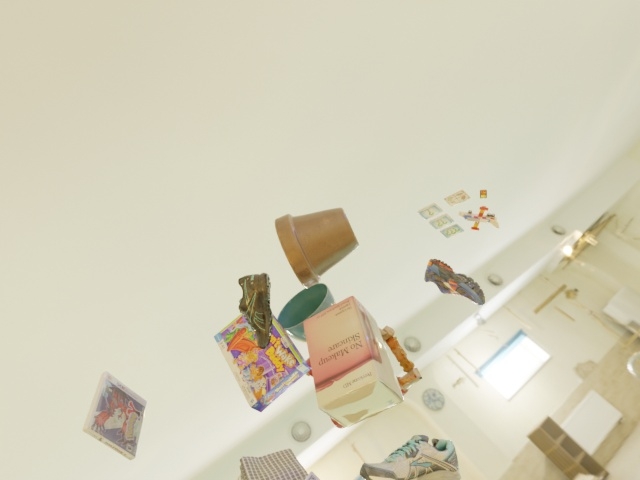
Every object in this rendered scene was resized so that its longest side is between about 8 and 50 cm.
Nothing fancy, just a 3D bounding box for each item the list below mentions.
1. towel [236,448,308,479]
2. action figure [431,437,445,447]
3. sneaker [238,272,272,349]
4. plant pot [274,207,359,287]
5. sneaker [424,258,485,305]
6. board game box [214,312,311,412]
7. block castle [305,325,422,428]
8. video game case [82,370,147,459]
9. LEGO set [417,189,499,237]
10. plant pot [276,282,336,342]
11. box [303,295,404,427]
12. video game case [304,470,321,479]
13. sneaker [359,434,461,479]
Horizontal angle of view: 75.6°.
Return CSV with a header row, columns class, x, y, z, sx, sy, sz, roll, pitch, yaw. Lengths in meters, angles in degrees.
class,x,y,z,sx,sy,sz,roll,pitch,yaw
towel,-0.176,0.927,1.584,0.235,0.284,0.121,-5,-79,-26
action figure,0.358,0.794,1.329,0.186,0.284,0.099,6,-23,-8
sneaker,-0.217,0.237,1.393,0.106,0.101,0.266,-3,-81,-1
plant pot,0.000,0.000,1.402,0.230,0.262,0.263,-24,-31,5
sneaker,0.446,0.149,1.380,0.083,0.221,0.087,-22,-38,-56
board game box,-0.225,0.415,1.536,0.233,0.347,0.078,-40,-41,-5
block castle,0.171,0.545,1.700,0.454,0.302,0.212,-3,-38,-46
video game case,-0.596,0.512,1.215,0.023,0.201,0.183,-30,-59,6
LEGO set,0.488,-0.084,1.428,0.183,0.060,0.244,37,-42,-25
plant pot,-0.029,0.365,1.907,0.290,0.290,0.195,-41,-72,-8
box,0.067,0.269,0.937,0.149,0.232,0.126,-31,-52,12
video game case,-0.012,0.755,1.158,0.019,0.143,0.157,-56,-16,24
sneaker,0.226,0.558,1.052,0.283,0.122,0.110,10,-18,-23
